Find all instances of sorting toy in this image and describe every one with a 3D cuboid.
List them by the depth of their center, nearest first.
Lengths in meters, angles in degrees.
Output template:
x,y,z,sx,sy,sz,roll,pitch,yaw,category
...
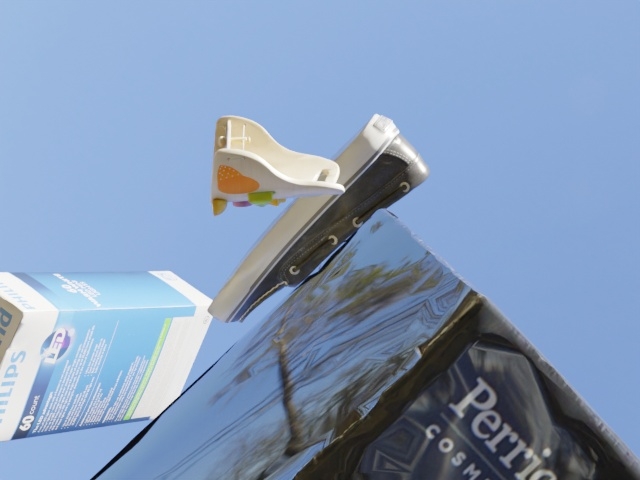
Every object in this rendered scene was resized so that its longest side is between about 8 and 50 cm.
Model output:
x,y,z,sx,sy,sz,roll,pitch,yaw,category
-0.025,-0.038,0.783,0.083,0.075,0.045,-99,-166,-72,sorting toy

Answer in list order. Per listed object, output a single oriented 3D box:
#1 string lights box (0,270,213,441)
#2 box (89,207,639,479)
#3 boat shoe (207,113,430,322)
x,y,z,sx,sy,sz,roll,pitch,yaw,category
-0.222,0.102,1.261,0.076,0.259,0.133,32,-74,30,string lights box
0.036,0.223,0.488,0.312,0.343,0.179,-42,-168,2,box
0.000,0.000,1.096,0.228,0.076,0.080,-47,-176,21,boat shoe
